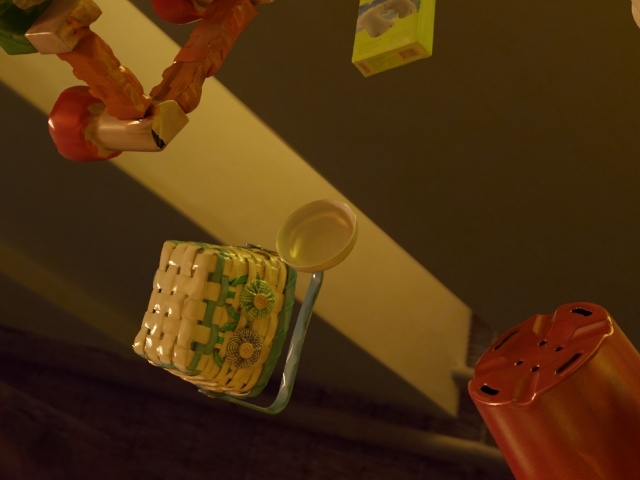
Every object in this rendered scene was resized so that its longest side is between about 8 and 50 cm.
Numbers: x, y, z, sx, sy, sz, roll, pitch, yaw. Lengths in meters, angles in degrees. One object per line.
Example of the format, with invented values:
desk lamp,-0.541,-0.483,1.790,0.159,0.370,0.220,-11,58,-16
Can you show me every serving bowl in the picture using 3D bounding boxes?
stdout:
serving bowl,0.000,0.000,1.064,0.083,0.027,0.083,-15,-134,16

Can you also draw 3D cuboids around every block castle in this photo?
block castle,-0.272,-0.321,1.108,0.213,0.453,0.303,6,-123,41

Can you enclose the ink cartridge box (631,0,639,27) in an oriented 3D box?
ink cartridge box,0.280,-0.080,0.416,0.115,0.198,0.273,-46,-163,-14

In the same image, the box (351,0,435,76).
box,0.107,-0.323,1.558,0.109,0.042,0.178,-13,-126,32

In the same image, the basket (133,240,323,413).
basket,-0.122,0.128,1.676,0.201,0.289,0.254,11,-95,38

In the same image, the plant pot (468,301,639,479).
plant pot,0.340,0.240,1.411,0.272,0.265,0.272,-32,-165,9
